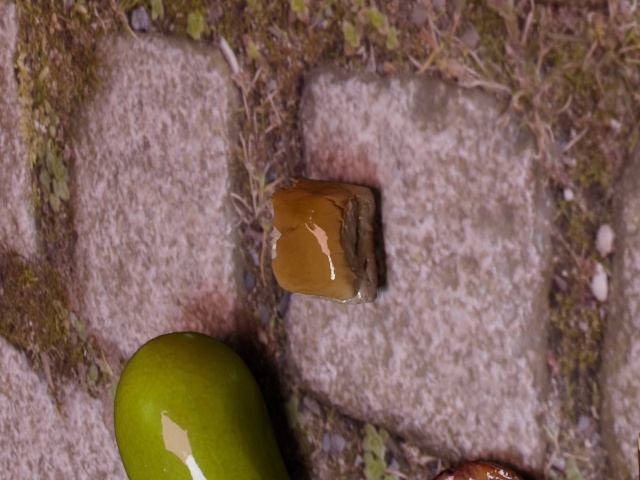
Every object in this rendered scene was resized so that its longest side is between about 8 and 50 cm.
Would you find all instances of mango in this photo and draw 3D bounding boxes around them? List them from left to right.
[{"bbox_3d":[-0.127,0.230,1.850,0.185,0.149,0.273,-25,84,46],"label":"mango"}]

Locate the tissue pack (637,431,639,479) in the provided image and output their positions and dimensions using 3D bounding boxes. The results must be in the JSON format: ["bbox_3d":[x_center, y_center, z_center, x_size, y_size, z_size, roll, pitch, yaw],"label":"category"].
[{"bbox_3d":[0.341,0.258,1.367,0.183,0.092,0.226,5,104,47],"label":"tissue pack"}]

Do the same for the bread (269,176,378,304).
[{"bbox_3d":[0.001,0.001,1.702,0.106,0.082,0.125,7,100,55],"label":"bread"}]

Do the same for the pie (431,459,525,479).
[{"bbox_3d":[0.152,0.250,1.620,0.170,0.034,0.092,-17,89,50],"label":"pie"}]
